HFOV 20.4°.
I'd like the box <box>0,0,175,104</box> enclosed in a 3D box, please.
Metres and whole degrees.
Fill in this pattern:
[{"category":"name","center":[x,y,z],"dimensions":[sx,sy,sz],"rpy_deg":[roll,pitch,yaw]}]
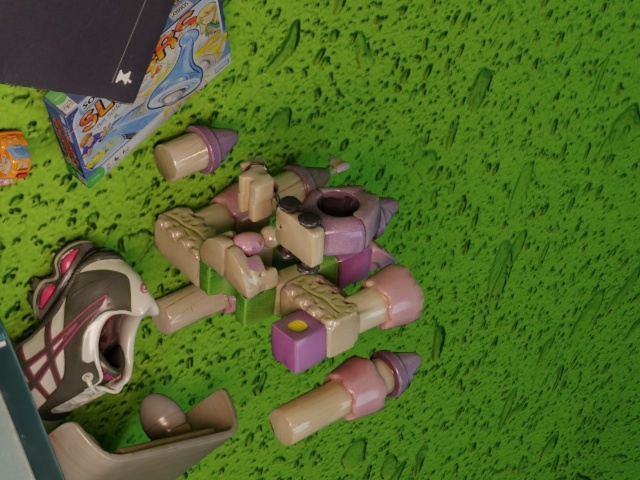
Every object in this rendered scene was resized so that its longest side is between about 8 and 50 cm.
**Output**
[{"category":"box","center":[-0.243,-0.304,1.332],"dimensions":[0.312,0.179,0.343],"rpy_deg":[6,115,-47]}]

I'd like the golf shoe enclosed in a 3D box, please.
[{"category":"golf shoe","center":[-0.265,0.136,1.808],"dimensions":[0.105,0.120,0.273],"rpy_deg":[2,119,-56]}]

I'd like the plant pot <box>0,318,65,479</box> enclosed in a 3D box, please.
[{"category":"plant pot","center":[-0.372,0.216,1.574],"dimensions":[0.252,0.248,0.247],"rpy_deg":[-23,173,-5]}]

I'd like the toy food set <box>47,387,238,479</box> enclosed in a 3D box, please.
[{"category":"toy food set","center":[-0.245,0.240,1.891],"dimensions":[0.219,0.092,0.306],"rpy_deg":[-38,164,23]}]

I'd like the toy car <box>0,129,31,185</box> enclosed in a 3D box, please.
[{"category":"toy car","center":[-0.308,-0.077,1.620],"dimensions":[0.122,0.040,0.060],"rpy_deg":[16,106,-58]}]

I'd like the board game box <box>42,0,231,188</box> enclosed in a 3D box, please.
[{"category":"board game box","center":[-0.173,-0.157,1.711],"dimensions":[0.201,0.035,0.136],"rpy_deg":[-44,158,-17]}]

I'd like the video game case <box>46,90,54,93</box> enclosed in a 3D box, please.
[{"category":"video game case","center":[-0.226,-0.256,1.578],"dimensions":[0.193,0.023,0.212],"rpy_deg":[-50,149,-9]}]

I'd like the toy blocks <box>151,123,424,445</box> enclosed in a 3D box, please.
[{"category":"toy blocks","center":[0.000,0.000,1.879],"dimensions":[0.260,0.288,0.309],"rpy_deg":[-24,135,-31]}]
